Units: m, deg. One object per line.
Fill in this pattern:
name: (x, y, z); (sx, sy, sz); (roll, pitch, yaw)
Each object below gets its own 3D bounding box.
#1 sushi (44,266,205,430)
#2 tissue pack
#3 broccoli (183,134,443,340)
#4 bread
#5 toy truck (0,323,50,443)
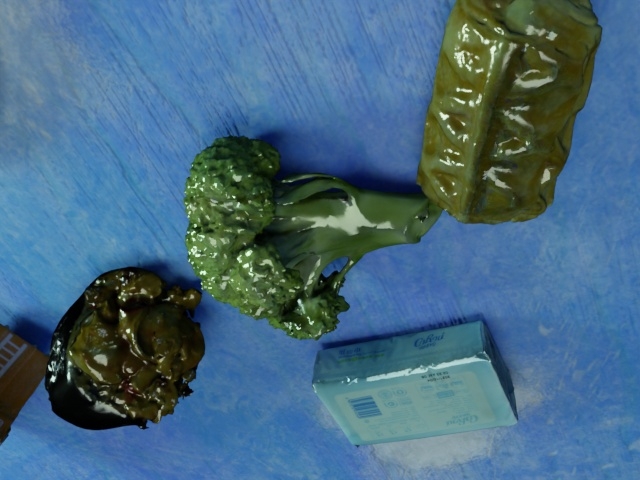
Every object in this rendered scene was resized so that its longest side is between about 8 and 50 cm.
sushi: (-0.274, 0.159, 1.060); (0.200, 0.213, 0.204); (11, 152, -31)
tissue pack: (0.143, 0.217, 1.098); (0.263, 0.089, 0.177); (-16, 129, 20)
broccoli: (-0.027, 0.023, 0.883); (0.302, 0.186, 0.254); (21, 123, -1)
bread: (0.185, -0.138, 0.739); (0.152, 0.130, 0.267); (13, 133, 10)
toy truck: (-0.588, 0.289, 1.213); (0.173, 0.207, 0.387); (38, 134, -10)
